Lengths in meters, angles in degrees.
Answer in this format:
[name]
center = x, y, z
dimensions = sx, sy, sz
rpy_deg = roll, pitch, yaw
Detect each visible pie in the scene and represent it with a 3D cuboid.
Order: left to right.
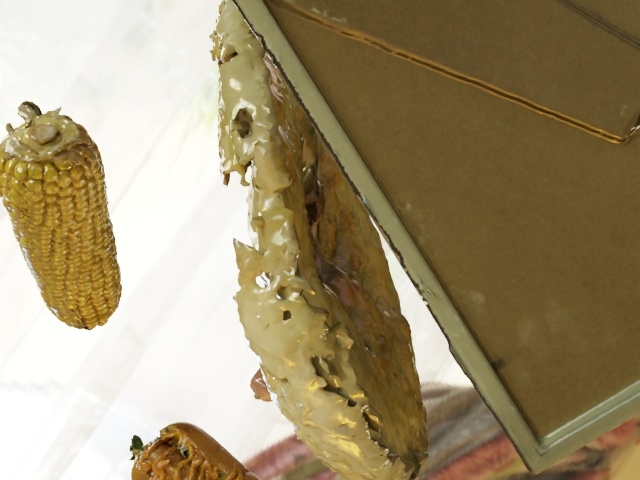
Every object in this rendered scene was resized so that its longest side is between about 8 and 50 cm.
[pie]
center = 0.000, 0.000, 0.509
dimensions = 0.274, 0.055, 0.274
rpy_deg = -16, -90, -83

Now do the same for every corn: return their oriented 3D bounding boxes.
[corn]
center = -0.252, -0.009, 1.014
dimensions = 0.106, 0.106, 0.293
rpy_deg = 31, 146, 19

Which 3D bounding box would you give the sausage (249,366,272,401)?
[sausage]
center = -0.024, 0.109, 1.046
dimensions = 0.030, 0.147, 0.035
rpy_deg = 27, 137, 18

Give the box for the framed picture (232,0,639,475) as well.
[framed picture]
center = 0.087, -0.064, 0.353
dimensions = 0.250, 0.184, 0.016
rpy_deg = 56, -175, -9

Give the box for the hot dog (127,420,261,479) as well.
[hot dog]
center = -0.069, 0.205, 0.774
dimensions = 0.188, 0.072, 0.055
rpy_deg = 41, 165, 3
